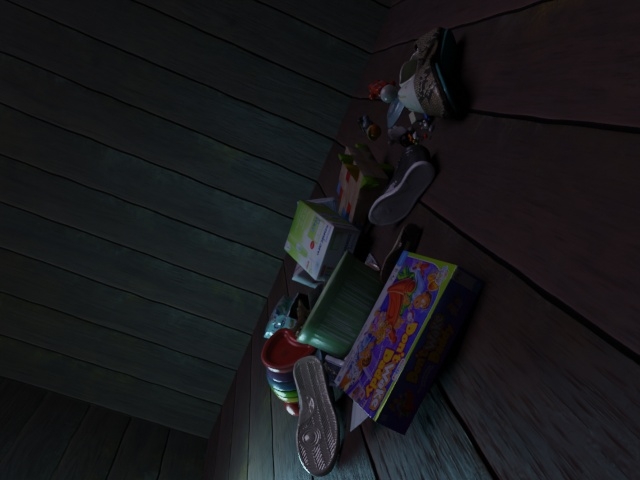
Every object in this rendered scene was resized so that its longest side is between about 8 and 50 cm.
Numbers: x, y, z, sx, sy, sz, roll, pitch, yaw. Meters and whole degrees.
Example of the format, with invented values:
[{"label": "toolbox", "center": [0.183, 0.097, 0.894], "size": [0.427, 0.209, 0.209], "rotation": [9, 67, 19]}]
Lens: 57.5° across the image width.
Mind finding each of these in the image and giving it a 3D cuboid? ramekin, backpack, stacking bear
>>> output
[{"label": "ramekin", "center": [0.067, 0.194, 1.702], "size": [0.303, 0.148, 0.303], "rotation": [-60, -2, -3]}, {"label": "backpack", "center": [-0.123, 0.359, 2.393], "size": [0.225, 0.191, 0.254], "rotation": [-63, -11, -70]}, {"label": "stacking bear", "center": [-0.087, 0.462, 1.925], "size": [0.164, 0.175, 0.289], "rotation": [-40, -48, -34]}]

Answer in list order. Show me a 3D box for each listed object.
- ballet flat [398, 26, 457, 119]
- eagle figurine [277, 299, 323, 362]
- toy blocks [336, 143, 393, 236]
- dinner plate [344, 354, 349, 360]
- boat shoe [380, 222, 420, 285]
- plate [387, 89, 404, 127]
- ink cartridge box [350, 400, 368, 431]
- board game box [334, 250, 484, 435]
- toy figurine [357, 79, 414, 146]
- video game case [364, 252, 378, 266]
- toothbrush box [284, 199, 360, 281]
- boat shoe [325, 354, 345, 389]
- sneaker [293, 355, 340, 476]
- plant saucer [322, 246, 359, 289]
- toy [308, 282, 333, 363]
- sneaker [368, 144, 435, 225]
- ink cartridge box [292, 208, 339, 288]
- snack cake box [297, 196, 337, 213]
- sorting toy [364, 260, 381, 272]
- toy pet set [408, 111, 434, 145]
[{"label": "ballet flat", "center": [0.328, -0.497, 1.798], "size": [0.182, 0.164, 0.483], "rotation": [-17, 38, 26]}, {"label": "eagle figurine", "center": [-0.053, 0.368, 2.136], "size": [0.226, 0.225, 0.298], "rotation": [-31, -48, -30]}, {"label": "toy blocks", "center": [0.143, -0.177, 2.186], "size": [0.381, 0.190, 0.261], "rotation": [-108, 26, -58]}, {"label": "dinner plate", "center": [0.092, 0.375, 1.738], "size": [0.141, 0.017, 0.141], "rotation": [-159, 90, -78]}, {"label": "boat shoe", "center": [0.223, 0.044, 1.633], "size": [0.190, 0.068, 0.072], "rotation": [-60, -2, -6]}, {"label": "plate", "center": [0.312, -0.554, 2.398], "size": [0.188, 0.024, 0.188], "rotation": [-159, 90, -78]}, {"label": "ink cartridge box", "center": [0.158, 0.309, 1.431], "size": [0.239, 0.060, 0.275], "rotation": [121, 165, -45]}, {"label": "board game box", "center": [0.181, 0.204, 1.256], "size": [0.347, 0.078, 0.233], "rotation": [-62, 20, -4]}, {"label": "toy figurine", "center": [0.250, -0.430, 1.995], "size": [0.210, 0.213, 0.148], "rotation": [-69, 27, 19]}, {"label": "video game case", "center": [0.161, 0.098, 1.939], "size": [0.122, 0.011, 0.087], "rotation": [-110, 43, -74]}, {"label": "toothbrush box", "center": [0.000, 0.000, 2.117], "size": [0.283, 0.122, 0.206], "rotation": [41, 117, 53]}, {"label": "boat shoe", "center": [0.045, 0.390, 1.723], "size": [0.183, 0.065, 0.083], "rotation": [155, 134, -76]}, {"label": "sneaker", "center": [-0.001, 0.520, 1.710], "size": [0.148, 0.131, 0.350], "rotation": [69, -167, -51]}, {"label": "plant saucer", "center": [0.077, 0.135, 2.173], "size": [0.278, 0.041, 0.278], "rotation": [-160, 90, -77]}, {"label": "toy", "center": [0.024, 0.268, 1.911], "size": [0.137, 0.056, 0.237], "rotation": [-30, -68, -70]}, {"label": "sneaker", "center": [0.251, -0.171, 1.791], "size": [0.296, 0.104, 0.147], "rotation": [-51, 18, 41]}, {"label": "ink cartridge box", "center": [-0.001, 0.030, 2.540], "size": [0.223, 0.129, 0.308], "rotation": [137, 152, -66]}, {"label": "snack cake box", "center": [-0.002, -0.030, 2.316], "size": [0.089, 0.152, 0.265], "rotation": [-117, 19, -76]}, {"label": "sorting toy", "center": [0.159, 0.118, 1.843], "size": [0.083, 0.044, 0.075], "rotation": [-104, 30, -71]}, {"label": "toy pet set", "center": [0.336, -0.373, 1.911], "size": [0.122, 0.065, 0.114], "rotation": [141, 114, -74]}]
